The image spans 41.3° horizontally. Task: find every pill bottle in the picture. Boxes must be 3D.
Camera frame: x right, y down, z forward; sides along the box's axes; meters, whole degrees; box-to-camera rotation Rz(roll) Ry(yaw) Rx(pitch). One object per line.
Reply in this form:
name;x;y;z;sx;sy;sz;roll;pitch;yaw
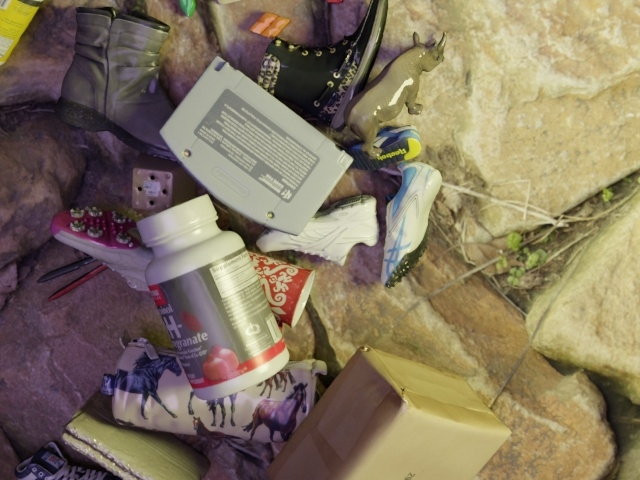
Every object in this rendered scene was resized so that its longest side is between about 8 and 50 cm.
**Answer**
pill bottle;-0.189;0.091;1.434;0.176;0.176;0.318;-21;95;13
pill bottle;-0.586;-0.384;1.497;0.119;0.119;0.208;39;107;-3

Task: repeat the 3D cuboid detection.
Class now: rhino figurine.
rhino figurine;0.132;-0.257;1.418;0.243;0.106;0.073;-48;51;-2

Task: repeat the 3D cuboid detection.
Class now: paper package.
paper package;0.119;0.378;1.500;0.309;0.168;0.325;22;110;-39

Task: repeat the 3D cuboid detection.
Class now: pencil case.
pencil case;-0.191;0.280;1.594;0.410;0.160;0.183;5;120;8

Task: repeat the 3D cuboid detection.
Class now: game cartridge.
game cartridge;-0.116;-0.148;1.444;0.294;0.060;0.196;37;80;-7

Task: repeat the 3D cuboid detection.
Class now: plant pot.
plant pot;-0.290;-0.100;1.540;0.109;0.096;0.109;7;107;7

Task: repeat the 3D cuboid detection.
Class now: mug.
mug;-0.115;0.093;1.552;0.169;0.113;0.150;21;78;6

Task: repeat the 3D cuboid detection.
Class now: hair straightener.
hair straightener;-0.448;0.029;1.624;0.230;0.047;0.089;-27;100;14

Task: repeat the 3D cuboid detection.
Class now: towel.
towel;-0.353;0.405;1.638;0.282;0.187;0.049;33;103;0

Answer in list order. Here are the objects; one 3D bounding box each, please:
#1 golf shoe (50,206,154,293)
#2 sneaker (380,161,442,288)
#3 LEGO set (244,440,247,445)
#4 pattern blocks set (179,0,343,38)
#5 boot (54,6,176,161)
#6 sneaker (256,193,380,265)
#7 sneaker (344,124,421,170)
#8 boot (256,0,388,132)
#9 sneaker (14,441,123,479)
golf shoe;-0.344;0.034;1.551;0.306;0.115;0.140;16;120;-15
sneaker;0.147;-0.028;1.509;0.086;0.085;0.237;26;113;28
LEGO set;-0.143;0.375;1.687;0.083;0.023;0.054;42;105;10
pattern blocks set;-0.107;-0.490;1.444;0.325;0.026;0.285;-19;101;13
boot;-0.297;-0.274;1.486;0.338;0.118;0.222;19;104;2
sneaker;0.000;0.000;1.529;0.232;0.090;0.115;-14;106;13
sneaker;0.109;-0.164;1.488;0.144;0.059;0.053;-10;137;24
boot;0.002;-0.321;1.440;0.178;0.085;0.236;23;111;4
sneaker;-0.491;0.486;1.727;0.282;0.099;0.153;-13;104;15
